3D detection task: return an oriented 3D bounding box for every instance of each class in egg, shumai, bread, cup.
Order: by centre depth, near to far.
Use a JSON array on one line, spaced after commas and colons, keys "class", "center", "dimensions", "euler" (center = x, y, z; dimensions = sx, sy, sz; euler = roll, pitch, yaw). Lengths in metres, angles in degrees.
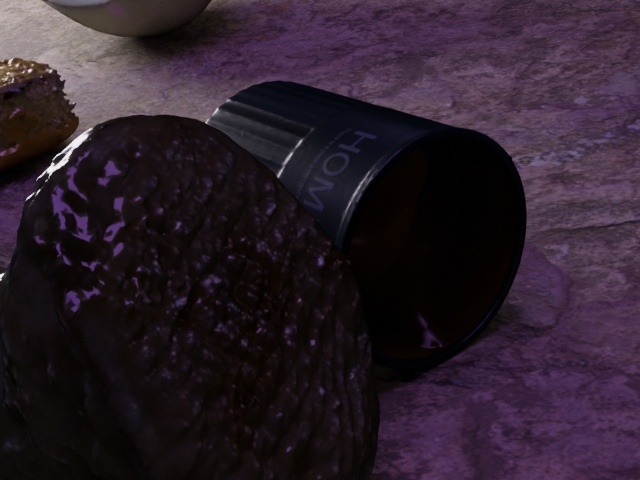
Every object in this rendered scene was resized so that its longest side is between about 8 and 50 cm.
[{"class": "shumai", "center": [-0.168, 0.111, 1.391], "dimensions": [0.323, 0.397, 0.324], "euler": [-21, 18, 38]}, {"class": "cup", "center": [0.014, 0.000, 1.651], "dimensions": [0.242, 0.308, 0.292], "euler": [12, 9, -42]}, {"class": "bread", "center": [-0.450, -0.155, 2.130], "dimensions": [0.174, 0.121, 0.245], "euler": [10, 34, 44]}, {"class": "egg", "center": [-0.268, -0.425, 2.504], "dimensions": [0.337, 0.201, 0.337], "euler": [-14, 49, 17]}]

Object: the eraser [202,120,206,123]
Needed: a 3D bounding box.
[{"class": "eraser", "center": [-0.164, -0.086, 1.980], "dimensions": [0.226, 0.069, 0.158], "euler": [-10, 29, -2]}]
